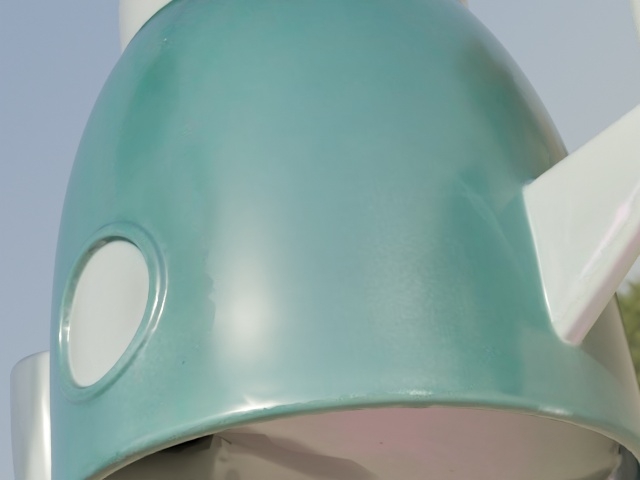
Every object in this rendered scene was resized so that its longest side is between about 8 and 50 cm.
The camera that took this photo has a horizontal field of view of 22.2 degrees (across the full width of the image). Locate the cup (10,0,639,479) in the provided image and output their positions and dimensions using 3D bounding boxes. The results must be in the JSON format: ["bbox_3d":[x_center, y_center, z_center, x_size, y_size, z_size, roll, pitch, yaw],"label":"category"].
[{"bbox_3d":[0.000,0.000,0.467,0.167,0.173,0.300,18,-37,-40],"label":"cup"}]
